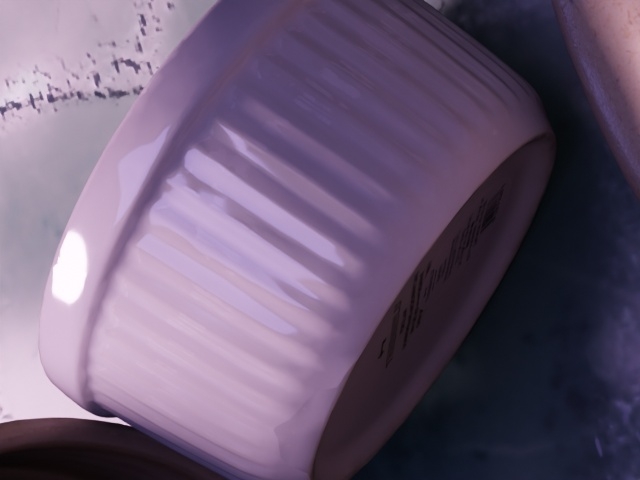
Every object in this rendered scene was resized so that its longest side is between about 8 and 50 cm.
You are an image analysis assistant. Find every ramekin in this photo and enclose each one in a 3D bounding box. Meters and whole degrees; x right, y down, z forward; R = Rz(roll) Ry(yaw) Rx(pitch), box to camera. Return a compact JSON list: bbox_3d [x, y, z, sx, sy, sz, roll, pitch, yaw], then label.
[{"bbox_3d":[0.000,0.000,0.696,0.109,0.207,0.207,33,108,16],"label":"ramekin"}]

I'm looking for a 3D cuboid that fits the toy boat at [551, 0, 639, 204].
[{"bbox_3d":[0.239,-0.091,0.598,0.318,0.148,0.267,-39,68,33],"label":"toy boat"}]

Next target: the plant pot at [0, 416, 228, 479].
[{"bbox_3d":[-0.177,0.248,0.772,0.280,0.323,0.323,-14,85,46],"label":"plant pot"}]
